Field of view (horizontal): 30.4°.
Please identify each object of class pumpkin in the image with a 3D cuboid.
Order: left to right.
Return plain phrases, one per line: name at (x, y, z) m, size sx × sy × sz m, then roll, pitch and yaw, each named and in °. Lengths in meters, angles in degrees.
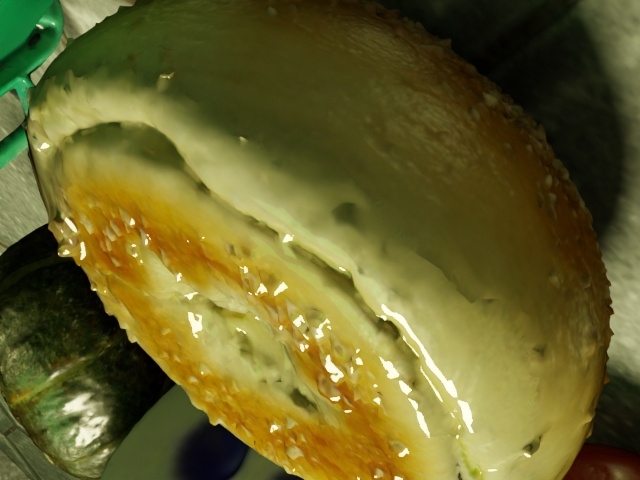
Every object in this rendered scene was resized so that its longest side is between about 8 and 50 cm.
pumpkin at (-0.173, 0.088, 0.928) m, size 0.224 × 0.157 × 0.224 m, roll 56°, pitch -171°, yaw -14°

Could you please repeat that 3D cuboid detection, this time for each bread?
bread at (0.000, 0.000, 0.553) m, size 0.305 × 0.159 × 0.305 m, roll 34°, pitch 156°, yaw 17°

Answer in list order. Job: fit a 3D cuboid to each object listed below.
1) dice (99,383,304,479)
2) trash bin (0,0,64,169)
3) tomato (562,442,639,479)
dice at (-0.010, 0.239, 0.830) m, size 0.243 × 0.259 × 0.251 m, roll 21°, pitch 147°, yaw 38°
trash bin at (-0.228, -0.150, 0.559) m, size 0.295 × 0.259 × 0.381 m, roll 51°, pitch 152°, yaw -15°
tomato at (0.138, 0.201, 0.645) m, size 0.195 × 0.136 × 0.195 m, roll 11°, pitch 139°, yaw 10°
